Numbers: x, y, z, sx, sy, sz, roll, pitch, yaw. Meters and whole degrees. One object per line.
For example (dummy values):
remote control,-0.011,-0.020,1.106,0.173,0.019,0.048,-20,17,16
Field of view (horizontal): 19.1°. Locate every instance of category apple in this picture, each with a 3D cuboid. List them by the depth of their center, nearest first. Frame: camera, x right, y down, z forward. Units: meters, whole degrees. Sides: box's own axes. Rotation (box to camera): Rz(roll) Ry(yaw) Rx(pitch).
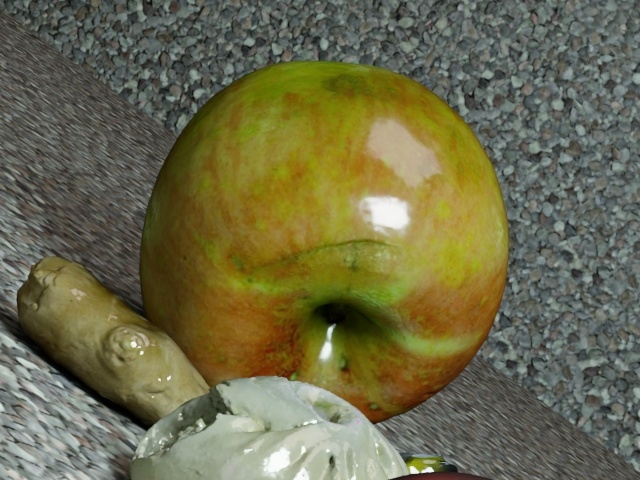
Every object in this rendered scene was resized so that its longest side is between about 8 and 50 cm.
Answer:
apple,0.000,0.000,1.731,0.339,0.339,0.339,35,5,-4

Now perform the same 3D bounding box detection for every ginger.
ginger,-0.156,0.079,1.419,0.190,0.069,0.095,37,11,15

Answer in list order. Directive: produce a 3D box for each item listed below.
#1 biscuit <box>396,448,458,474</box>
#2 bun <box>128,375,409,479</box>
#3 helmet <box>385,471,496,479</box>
biscuit,0.051,0.181,1.535,0.048,0.026,0.292,5,-6,-11
bun,-0.027,0.154,1.248,0.193,0.128,0.178,30,8,-21
helmet,0.061,0.212,0.938,0.193,0.189,0.216,30,15,-24
